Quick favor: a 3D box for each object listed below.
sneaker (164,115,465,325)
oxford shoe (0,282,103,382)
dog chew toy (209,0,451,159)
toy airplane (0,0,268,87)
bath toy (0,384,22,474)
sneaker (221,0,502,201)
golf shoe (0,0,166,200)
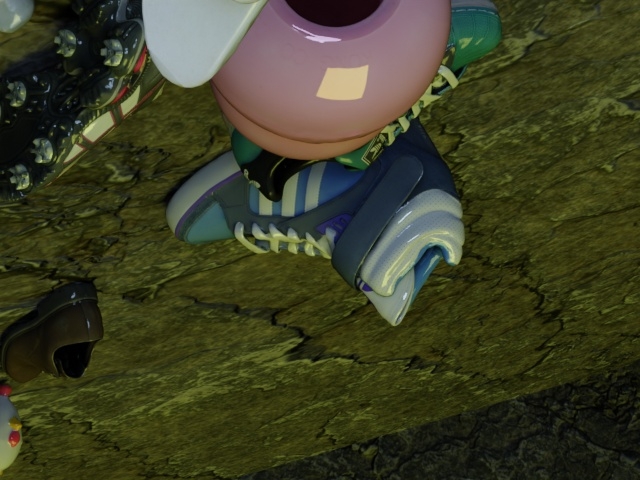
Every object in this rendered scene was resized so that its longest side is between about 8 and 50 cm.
[{"bbox_3d":[0.000,0.000,1.651,0.323,0.236,0.130,-25,161,12],"label":"sneaker"},{"bbox_3d":[-0.347,0.143,1.920,0.083,0.096,0.227,-9,160,-37],"label":"oxford shoe"},{"bbox_3d":[-0.007,-0.162,1.272,0.207,0.206,0.332,-17,170,-9],"label":"dog chew toy"},{"bbox_3d":[-0.143,-0.258,0.723,0.386,0.272,0.384,-10,131,12],"label":"toy airplane"},{"bbox_3d":[-0.517,0.246,2.002,0.348,0.151,0.129,19,94,-61],"label":"bath toy"},{"bbox_3d":[0.054,-0.135,1.508,0.302,0.121,0.108,-25,162,12],"label":"sneaker"},{"bbox_3d":[-0.206,-0.119,1.320,0.120,0.105,0.273,-10,161,-49],"label":"golf shoe"}]
